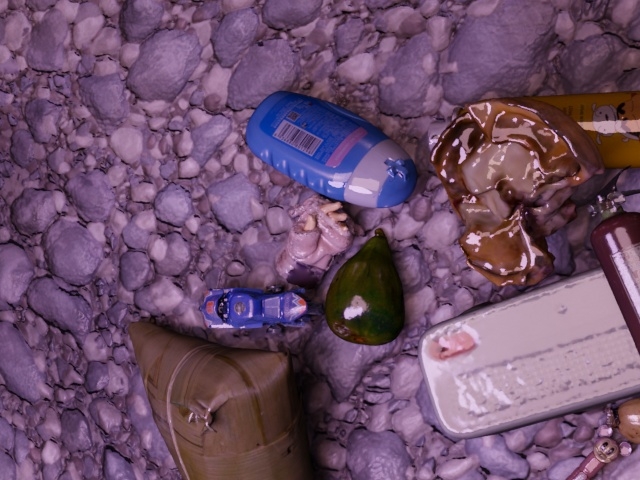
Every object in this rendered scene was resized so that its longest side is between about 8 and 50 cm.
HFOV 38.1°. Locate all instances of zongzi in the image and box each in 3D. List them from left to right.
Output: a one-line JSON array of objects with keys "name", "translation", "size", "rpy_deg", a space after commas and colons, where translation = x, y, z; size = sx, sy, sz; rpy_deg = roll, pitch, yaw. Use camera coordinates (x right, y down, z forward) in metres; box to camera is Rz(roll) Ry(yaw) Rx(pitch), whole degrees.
[{"name": "zongzi", "translation": [-0.143, 0.345, 1.380], "size": [0.418, 0.181, 0.447], "rpy_deg": [14, 118, 53]}]

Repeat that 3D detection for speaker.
[{"name": "speaker", "translation": [0.331, 0.129, 1.188], "size": [0.406, 0.184, 0.183], "rpy_deg": [-21, 79, 16]}]

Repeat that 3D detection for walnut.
[{"name": "walnut", "translation": [0.248, -0.078, 1.181], "size": [0.204, 0.141, 0.238], "rpy_deg": [33, 122, 21]}]

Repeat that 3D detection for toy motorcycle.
[{"name": "toy motorcycle", "translation": [-0.099, 0.101, 1.381], "size": [0.205, 0.114, 0.076], "rpy_deg": [-1, 84, 20]}]

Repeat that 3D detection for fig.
[{"name": "fig", "translation": [0.069, 0.061, 1.337], "size": [0.117, 0.117, 0.177], "rpy_deg": [6, 77, 20]}]

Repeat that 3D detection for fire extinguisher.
[{"name": "fire extinguisher", "translation": [0.371, 0.028, 1.054], "size": [0.099, 0.071, 0.231], "rpy_deg": [-16, 77, -11]}]

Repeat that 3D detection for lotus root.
[{"name": "lotus root", "translation": [0.447, 0.233, 1.198], "size": [0.152, 0.063, 0.072], "rpy_deg": [-10, 110, 22]}]

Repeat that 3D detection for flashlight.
[{"name": "flashlight", "translation": [0.363, 0.301, 1.241], "size": [0.052, 0.031, 0.110], "rpy_deg": [42, 99, 18]}]

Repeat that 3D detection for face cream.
[{"name": "face cream", "translation": [0.023, -0.130, 1.356], "size": [0.264, 0.083, 0.149], "rpy_deg": [30, 59, 23]}, {"name": "face cream", "translation": [0.319, -0.147, 1.260], "size": [0.349, 0.105, 0.105], "rpy_deg": [0, 85, 20]}]

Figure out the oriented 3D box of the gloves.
[{"name": "gloves", "translation": [-0.009, 0.000, 1.369], "size": [0.144, 0.110, 0.094], "rpy_deg": [-43, 31, 10]}]
